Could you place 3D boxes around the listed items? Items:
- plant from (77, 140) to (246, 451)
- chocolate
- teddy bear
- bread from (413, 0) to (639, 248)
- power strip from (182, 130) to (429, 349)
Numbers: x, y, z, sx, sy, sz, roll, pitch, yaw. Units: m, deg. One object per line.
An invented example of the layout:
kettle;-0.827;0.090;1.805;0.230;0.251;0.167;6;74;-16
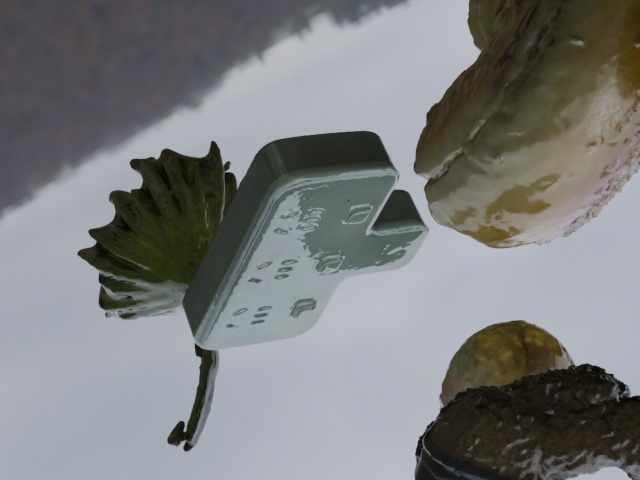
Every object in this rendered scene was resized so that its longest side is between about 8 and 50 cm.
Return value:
plant;-0.117;0.050;2.042;0.333;0.180;0.251;46;-65;44
chocolate;0.162;0.196;1.724;0.134;0.309;0.134;1;-136;-1
teddy bear;0.130;0.168;1.357;0.251;0.129;0.182;-41;-157;-1
bread;0.203;-0.151;1.445;0.192;0.171;0.314;-46;-160;49
power strip;0.000;0.000;1.647;0.194;0.059;0.265;-8;148;-28
